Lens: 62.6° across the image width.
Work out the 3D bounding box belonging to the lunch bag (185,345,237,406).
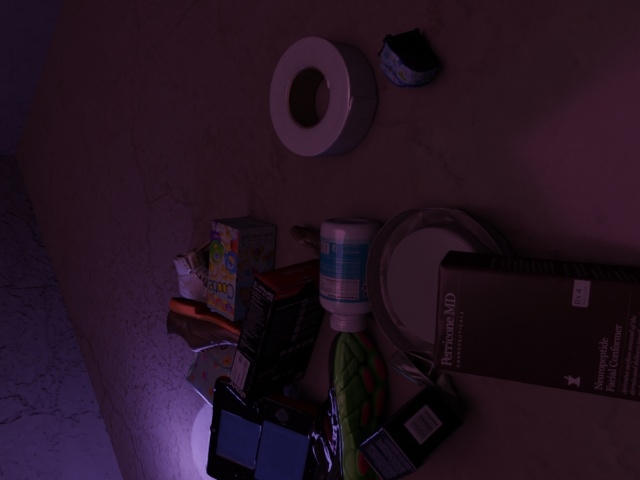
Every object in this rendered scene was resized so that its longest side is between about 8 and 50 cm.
[{"bbox_3d":[-0.290,0.382,1.672,0.223,0.160,0.262,29,103,41],"label":"lunch bag"}]

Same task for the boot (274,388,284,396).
[{"bbox_3d":[-0.179,0.544,1.624,0.249,0.090,0.206,-16,92,33],"label":"boot"}]

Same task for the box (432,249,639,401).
[{"bbox_3d":[0.390,0.133,0.878,0.382,0.143,0.191,4,101,22],"label":"box"}]

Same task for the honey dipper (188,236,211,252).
[{"bbox_3d":[-0.410,0.022,1.821,0.161,0.031,0.030,-33,74,39],"label":"honey dipper"}]

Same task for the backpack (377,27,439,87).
[{"bbox_3d":[0.189,-0.375,1.116,0.114,0.105,0.084,57,153,21],"label":"backpack"}]

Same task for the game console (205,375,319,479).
[{"bbox_3d":[-0.171,0.602,1.540,0.342,0.060,0.386,15,113,10],"label":"game console"}]

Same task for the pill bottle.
[{"bbox_3d":[0.070,0.082,1.272,0.146,0.146,0.263,11,105,43],"label":"pill bottle"}]

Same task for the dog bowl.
[{"bbox_3d":[0.262,0.093,1.117,0.349,0.102,0.348,10,104,43],"label":"dog bowl"}]

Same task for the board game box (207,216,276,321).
[{"bbox_3d":[-0.238,0.080,1.577,0.142,0.144,0.275,18,108,42],"label":"board game box"}]

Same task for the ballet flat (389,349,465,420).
[{"bbox_3d":[0.250,0.316,1.192,0.213,0.072,0.068,36,90,32],"label":"ballet flat"}]

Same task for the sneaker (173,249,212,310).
[{"bbox_3d":[-0.400,0.124,1.751,0.293,0.108,0.169,14,121,43],"label":"sneaker"}]

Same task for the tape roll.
[{"bbox_3d":[0.001,-0.350,1.303,0.286,0.100,0.286,8,102,44],"label":"tape roll"}]

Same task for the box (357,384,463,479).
[{"bbox_3d":[0.190,0.429,1.155,0.108,0.153,0.207,48,152,18],"label":"box"}]

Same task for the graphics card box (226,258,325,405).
[{"bbox_3d":[-0.103,0.240,1.408,0.094,0.233,0.370,31,118,33],"label":"graphics card box"}]

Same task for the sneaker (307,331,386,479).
[{"bbox_3d":[0.049,0.454,1.328,0.202,0.185,0.482,6,100,40],"label":"sneaker"}]

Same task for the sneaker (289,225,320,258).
[{"bbox_3d":[0.000,0.000,1.399,0.188,0.066,0.071,38,104,28],"label":"sneaker"}]

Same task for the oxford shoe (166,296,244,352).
[{"bbox_3d":[-0.313,0.283,1.597,0.364,0.130,0.132,16,93,27],"label":"oxford shoe"}]
